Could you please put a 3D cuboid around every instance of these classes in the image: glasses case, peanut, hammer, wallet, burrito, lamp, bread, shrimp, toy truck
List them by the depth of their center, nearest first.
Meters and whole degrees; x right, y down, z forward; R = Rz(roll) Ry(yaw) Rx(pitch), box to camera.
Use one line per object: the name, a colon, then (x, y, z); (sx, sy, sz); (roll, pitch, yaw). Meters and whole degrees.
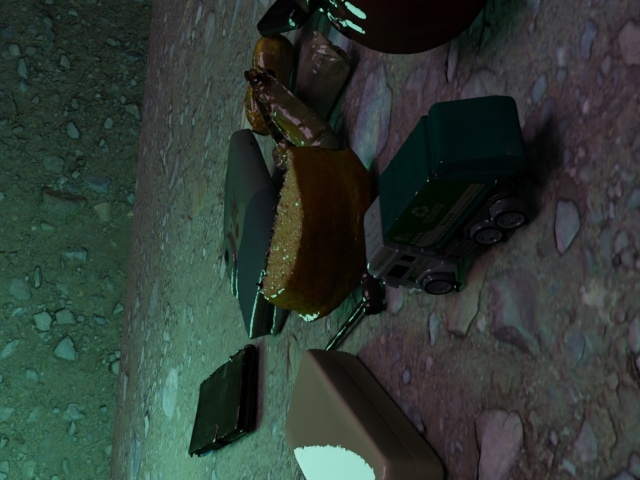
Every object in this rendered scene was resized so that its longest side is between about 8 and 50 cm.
toy truck: (0.131, -0.044, 0.971); (0.253, 0.124, 0.114); (126, 149, -49)
lamp: (0.074, -0.357, 1.046); (0.303, 0.257, 0.303); (155, 90, -85)
glasses case: (0.042, 0.257, 1.145); (0.336, 0.076, 0.144); (-134, 56, -66)
bread: (0.005, -0.004, 1.297); (0.134, 0.129, 0.260); (23, 104, 63)
hammer: (0.024, 0.137, 1.333); (0.292, 0.029, 0.058); (122, 152, -52)
shrimp: (-0.049, -0.183, 1.507); (0.267, 0.061, 0.145); (52, 148, 19)
burrito: (-0.019, -0.222, 1.547); (0.082, 0.059, 0.275); (50, 139, 23)
wallet: (-0.038, -0.426, 1.655); (0.149, 0.044, 0.250); (-51, 19, -5)
wallet: (-0.124, -0.010, 1.693); (0.360, 0.083, 0.252); (-111, 28, -48)
peanut: (-0.095, -0.298, 1.779); (0.087, 0.087, 0.207); (155, 124, -67)
wallet: (-0.190, 0.322, 1.825); (0.317, 0.044, 0.169); (137, 142, -58)
